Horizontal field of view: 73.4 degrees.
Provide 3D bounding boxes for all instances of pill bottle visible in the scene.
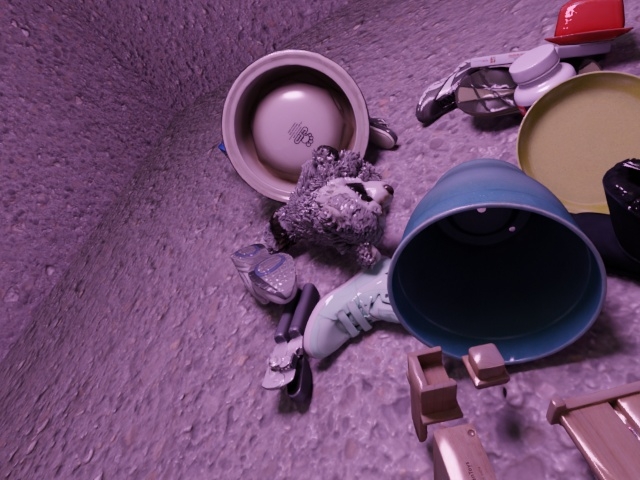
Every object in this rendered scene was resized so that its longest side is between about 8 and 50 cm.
[{"bbox_3d":[0.437,-0.262,0.814,0.108,0.194,0.108,-33,24,17],"label":"pill bottle"}]

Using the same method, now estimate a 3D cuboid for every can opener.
[{"bbox_3d":[-0.053,0.204,0.895,0.074,0.093,0.281,-22,30,24],"label":"can opener"}]

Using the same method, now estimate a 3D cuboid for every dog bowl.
[{"bbox_3d":[-0.065,-0.317,1.223,0.407,0.408,0.150,-32,13,14],"label":"dog bowl"}]

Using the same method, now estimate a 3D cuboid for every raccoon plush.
[{"bbox_3d":[0.000,0.000,0.979,0.447,0.215,0.299,-53,17,37],"label":"raccoon plush"}]

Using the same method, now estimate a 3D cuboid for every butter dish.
[{"bbox_3d":[0.570,-0.482,0.910,0.159,0.119,0.160,7,23,31],"label":"butter dish"}]

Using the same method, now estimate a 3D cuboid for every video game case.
[{"bbox_3d":[0.502,-0.426,0.988,0.226,0.026,0.206,-19,23,-30],"label":"video game case"}]

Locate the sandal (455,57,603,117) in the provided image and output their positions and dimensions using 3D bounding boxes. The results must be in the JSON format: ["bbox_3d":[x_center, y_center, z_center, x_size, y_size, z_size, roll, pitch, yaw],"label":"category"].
[{"bbox_3d":[0.464,-0.330,0.979,0.302,0.086,0.120,2,76,24],"label":"sandal"}]

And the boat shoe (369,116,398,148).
[{"bbox_3d":[0.163,-0.332,1.268,0.079,0.084,0.233,-42,31,0],"label":"boat shoe"}]

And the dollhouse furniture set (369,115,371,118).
[{"bbox_3d":[0.090,-0.404,1.394,0.081,0.114,0.091,-50,37,-6],"label":"dollhouse furniture set"}]

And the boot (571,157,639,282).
[{"bbox_3d":[0.415,-0.031,0.580,0.094,0.207,0.246,-43,34,-2],"label":"boot"}]

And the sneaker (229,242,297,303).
[{"bbox_3d":[-0.123,0.095,1.031,0.110,0.130,0.297,-23,21,-19],"label":"sneaker"}]

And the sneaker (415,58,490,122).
[{"bbox_3d":[0.361,-0.402,1.157,0.234,0.078,0.106,-40,32,-2],"label":"sneaker"}]

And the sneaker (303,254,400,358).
[{"bbox_3d":[0.083,0.138,0.807,0.256,0.094,0.151,-45,28,-11],"label":"sneaker"}]

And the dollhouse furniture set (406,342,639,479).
[{"bbox_3d":[0.313,0.259,0.498,0.354,0.174,0.303,-12,37,-1],"label":"dollhouse furniture set"}]

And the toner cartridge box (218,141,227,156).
[{"bbox_3d":[-0.238,-0.270,1.518,0.075,0.165,0.347,-46,34,-6],"label":"toner cartridge box"}]

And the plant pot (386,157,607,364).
[{"bbox_3d":[0.254,0.002,0.671,0.271,0.272,0.255,-20,25,27],"label":"plant pot"}]

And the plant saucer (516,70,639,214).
[{"bbox_3d":[0.462,-0.160,0.727,0.240,0.037,0.241,-1,87,22],"label":"plant saucer"}]
